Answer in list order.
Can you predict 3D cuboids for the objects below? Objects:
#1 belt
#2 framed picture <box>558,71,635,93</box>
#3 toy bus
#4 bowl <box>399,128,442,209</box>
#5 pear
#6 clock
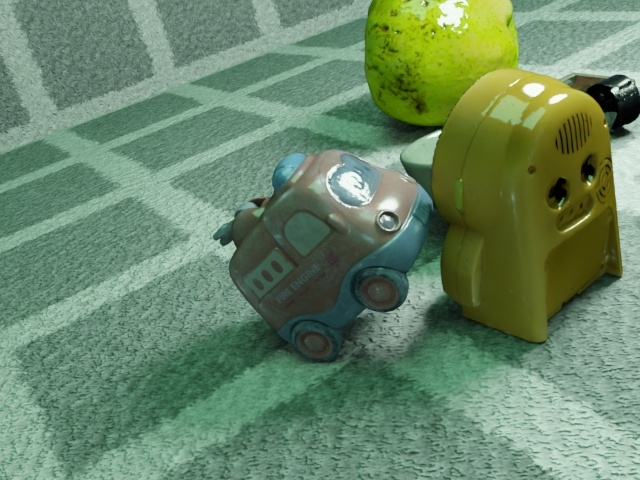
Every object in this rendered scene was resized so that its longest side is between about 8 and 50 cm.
[{"bbox_3d":[0.582,-0.272,1.404,0.058,0.105,0.140,-23,2,-7],"label":"belt"},{"bbox_3d":[0.579,-0.339,1.645,0.249,0.016,0.184,-26,29,-22],"label":"framed picture"},{"bbox_3d":[0.000,0.000,0.975,0.294,0.231,0.197,-43,11,36],"label":"toy bus"},{"bbox_3d":[0.290,-0.110,1.189,0.289,0.146,0.289,-14,20,5],"label":"bowl"},{"bbox_3d":[0.285,-0.449,1.647,0.390,0.391,0.391,-12,26,6],"label":"pear"},{"bbox_3d":[0.273,-0.063,0.932,0.244,0.317,0.200,-32,37,-32],"label":"clock"}]
